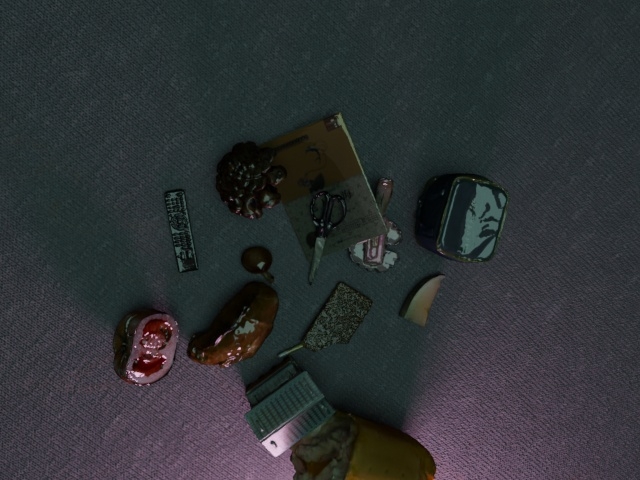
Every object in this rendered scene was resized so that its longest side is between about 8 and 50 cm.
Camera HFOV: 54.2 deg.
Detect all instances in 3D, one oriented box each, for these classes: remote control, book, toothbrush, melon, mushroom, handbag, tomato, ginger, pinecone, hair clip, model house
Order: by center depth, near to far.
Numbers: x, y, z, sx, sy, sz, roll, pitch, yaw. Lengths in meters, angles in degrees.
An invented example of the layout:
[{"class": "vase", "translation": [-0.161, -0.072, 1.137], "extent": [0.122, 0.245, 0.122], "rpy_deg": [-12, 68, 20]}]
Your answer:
[{"class": "pinecone", "translation": [-0.194, -0.168, 1.758], "extent": [0.203, 0.228, 0.201], "rpy_deg": [-20, 144, -14]}, {"class": "tomato", "translation": [-0.517, 0.291, 1.786], "extent": [0.181, 0.155, 0.214], "rpy_deg": [15, 91, -48]}, {"class": "remote control", "translation": [-0.407, -0.027, 1.831], "extent": [0.063, 0.025, 0.245], "rpy_deg": [-9, 100, -8]}, {"class": "ginger", "translation": [-0.248, 0.262, 1.831], "extent": [0.321, 0.172, 0.165], "rpy_deg": [-41, 140, -3]}, {"class": "book", "translation": [0.011, -0.151, 1.848], "extent": [0.269, 0.032, 0.388], "rpy_deg": [-21, 102, 13]}, {"class": "handbag", "translation": [0.416, -0.070, 1.863], "extent": [0.222, 0.241, 0.263], "rpy_deg": [15, 96, -10]}, {"class": "model house", "translation": [-0.096, 0.487, 1.864], "extent": [0.224, 0.215, 0.198], "rpy_deg": [-35, 104, -4]}, {"class": "mushroom", "translation": [-0.173, 0.073, 1.865], "extent": [0.129, 0.073, 0.088], "rpy_deg": [48, 58, -15]}, {"class": "hair clip", "translation": [0.177, -0.051, 1.909], "extent": [0.173, 0.069, 0.300], "rpy_deg": [6, 108, -7]}, {"class": "toothbrush", "translation": [-0.001, 0.302, 1.954], "extent": [0.288, 0.021, 0.024], "rpy_deg": [-22, 90, -7]}, {"class": "melon", "translation": [0.325, 0.178, 1.981], "extent": [0.098, 0.054, 0.182], "rpy_deg": [20, 94, -18]}]

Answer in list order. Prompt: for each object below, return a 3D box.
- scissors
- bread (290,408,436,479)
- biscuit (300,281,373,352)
[{"class": "scissors", "translation": [0.000, 0.000, 1.868], "extent": [0.109, 0.022, 0.299], "rpy_deg": [17, 109, 8]}, {"class": "bread", "translation": [0.141, 0.661, 1.883], "extent": [0.394, 0.361, 0.250], "rpy_deg": [21, 77, -23]}, {"class": "biscuit", "translation": [0.052, 0.255, 1.936], "extent": [0.131, 0.026, 0.236], "rpy_deg": [33, 85, -5]}]
